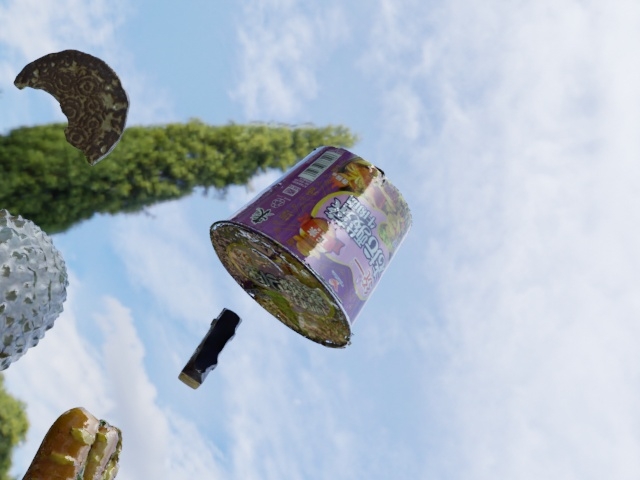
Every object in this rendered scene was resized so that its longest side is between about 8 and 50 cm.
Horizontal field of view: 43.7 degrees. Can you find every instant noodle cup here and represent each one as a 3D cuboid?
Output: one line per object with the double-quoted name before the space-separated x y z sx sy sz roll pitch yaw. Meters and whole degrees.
"instant noodle cup" 0.000 0.000 1.518 0.339 0.266 0.340 33 -26 18

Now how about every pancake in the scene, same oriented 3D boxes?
"pancake" -0.399 -0.214 1.290 0.020 0.184 0.191 125 -42 -87

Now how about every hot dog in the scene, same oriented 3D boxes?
"hot dog" -0.331 0.342 0.989 0.072 0.115 0.269 12 -106 40

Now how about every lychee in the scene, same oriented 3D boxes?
"lychee" -0.461 0.076 1.013 0.255 0.274 0.256 175 -90 -77

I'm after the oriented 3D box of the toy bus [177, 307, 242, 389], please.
"toy bus" -0.221 0.217 1.606 0.057 0.172 0.072 35 -40 -5
